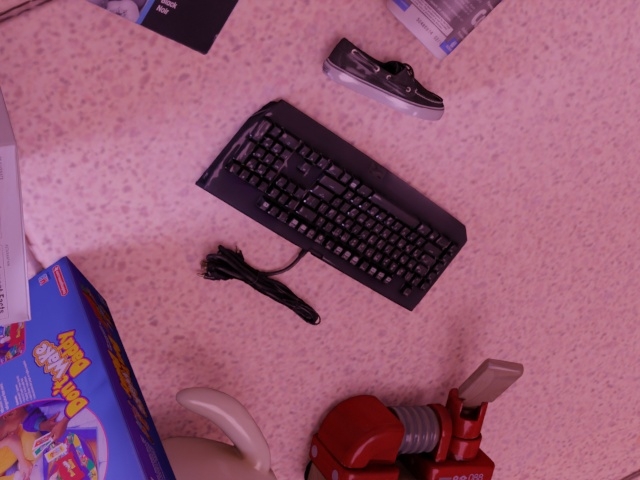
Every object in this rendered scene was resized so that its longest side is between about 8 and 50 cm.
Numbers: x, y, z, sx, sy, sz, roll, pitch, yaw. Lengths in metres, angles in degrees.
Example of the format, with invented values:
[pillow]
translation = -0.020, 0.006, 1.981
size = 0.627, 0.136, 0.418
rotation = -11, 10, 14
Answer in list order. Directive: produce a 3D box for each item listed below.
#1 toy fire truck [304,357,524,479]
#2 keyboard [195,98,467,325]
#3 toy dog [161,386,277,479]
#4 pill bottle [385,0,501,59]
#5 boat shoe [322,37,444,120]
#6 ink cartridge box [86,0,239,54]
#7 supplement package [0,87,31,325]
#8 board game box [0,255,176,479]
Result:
[toy fire truck]
translation = 0.119, 0.222, 1.438
size = 0.217, 0.158, 0.246
rotation = 5, 108, -27
[keyboard]
translation = 0.000, 0.000, 1.293
size = 0.317, 0.033, 0.201
rotation = 31, 106, -36
[toy dog]
translation = -0.249, 0.346, 1.260
size = 0.407, 0.284, 0.396
rotation = 2, 121, -24
[pill bottle]
translation = 0.133, -0.241, 1.155
size = 0.137, 0.078, 0.078
rotation = -45, 129, 10
[boat shoe]
translation = 0.068, -0.155, 1.206
size = 0.142, 0.049, 0.040
rotation = 18, 113, -31
[ink cartridge box]
translation = -0.131, -0.282, 1.027
size = 0.206, 0.045, 0.208
rotation = 20, 111, -33
[supplement package]
translation = -0.376, -0.045, 0.956
size = 0.262, 0.199, 0.198
rotation = -11, 138, -19
[board game box]
translation = -0.266, 0.193, 1.097
size = 0.233, 0.347, 0.078
rotation = -33, 131, 0
